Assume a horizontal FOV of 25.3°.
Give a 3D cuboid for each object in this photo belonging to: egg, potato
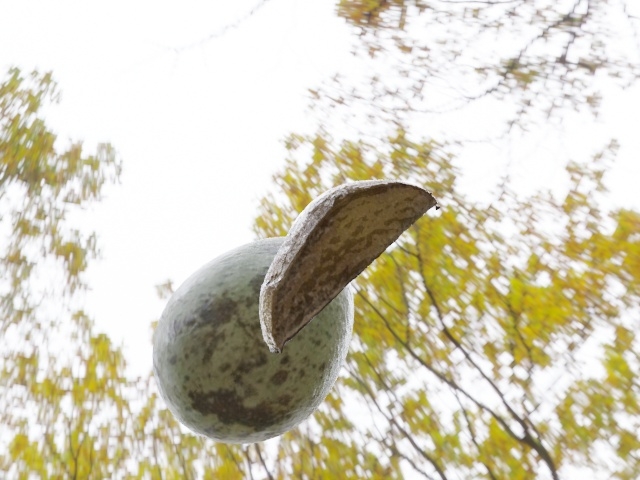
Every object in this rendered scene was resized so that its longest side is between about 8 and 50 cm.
[{"bbox_3d":[-0.044,0.068,1.027,0.132,0.132,0.172,49,-118,-14],"label":"egg"},{"bbox_3d":[0.000,-0.001,0.587,0.093,0.037,0.036,-43,-56,-11],"label":"potato"}]
